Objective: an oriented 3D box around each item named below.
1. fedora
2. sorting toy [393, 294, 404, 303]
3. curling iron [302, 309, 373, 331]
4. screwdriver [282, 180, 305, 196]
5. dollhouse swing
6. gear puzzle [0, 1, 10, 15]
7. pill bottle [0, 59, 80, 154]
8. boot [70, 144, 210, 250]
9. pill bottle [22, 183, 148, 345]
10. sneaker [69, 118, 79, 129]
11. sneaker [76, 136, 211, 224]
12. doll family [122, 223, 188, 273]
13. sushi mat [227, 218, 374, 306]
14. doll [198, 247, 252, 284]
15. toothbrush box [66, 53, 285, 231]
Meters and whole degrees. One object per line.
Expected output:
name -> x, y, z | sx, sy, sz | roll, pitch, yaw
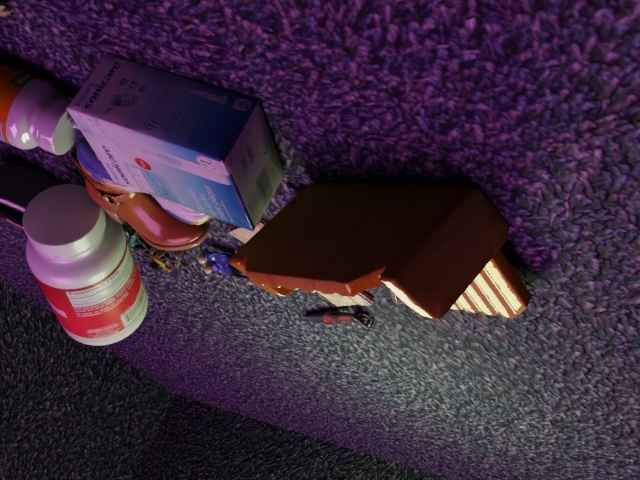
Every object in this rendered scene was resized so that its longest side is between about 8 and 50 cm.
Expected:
fedora -> -0.728, -0.104, 2.211 | 0.275, 0.124, 0.244 | 25, 162, -14
sorting toy -> 0.175, 0.090, 1.697 | 0.075, 0.045, 0.083 | 13, 156, 16
curling iron -> 0.032, 0.187, 2.107 | 0.068, 0.035, 0.274 | 38, 157, -26
screwdriver -> -0.070, -0.106, 1.560 | 0.170, 0.024, 0.025 | 33, -171, 3
dollhouse swing -> 0.111, 0.079, 1.424 | 0.347, 0.315, 0.305 | 5, 130, 44
gear puzzle -> -0.598, -0.350, 1.446 | 0.175, 0.044, 0.339 | -5, 178, -34
pill bottle -> -0.570, -0.250, 1.651 | 0.246, 0.136, 0.136 | 24, 159, 8
boot -> -0.376, -0.097, 1.862 | 0.283, 0.109, 0.220 | 26, 157, 25
pill bottle -> -0.558, 0.059, 2.126 | 0.229, 0.229, 0.407 | 21, 148, 17
sneaker -> -0.409, -0.238, 1.598 | 0.098, 0.038, 0.069 | -14, 141, 3
sneaker -> -0.318, -0.148, 1.676 | 0.296, 0.112, 0.131 | 23, 142, 6
doll family -> -0.417, 0.022, 2.202 | 0.193, 0.076, 0.111 | 41, 160, 9
sushi mat -> -0.043, 0.052, 1.902 | 0.316, 0.019, 0.151 | 35, 159, -22
doll -> -0.182, 0.063, 2.056 | 0.189, 0.046, 0.129 | 9, 144, 26
toothbrush box -> -0.230, -0.159, 1.466 | 0.296, 0.126, 0.216 | 21, 157, 19
